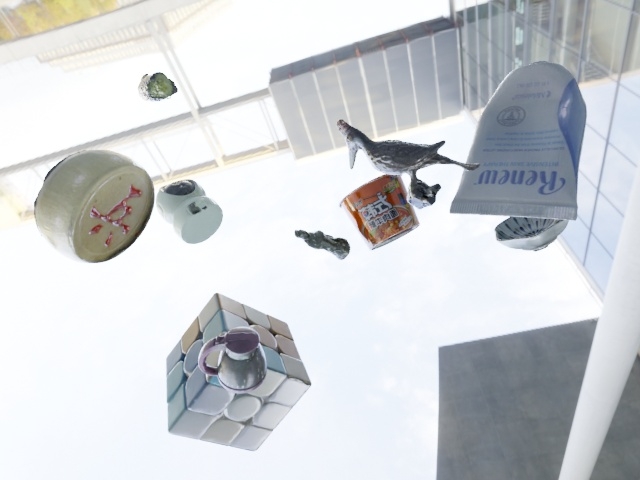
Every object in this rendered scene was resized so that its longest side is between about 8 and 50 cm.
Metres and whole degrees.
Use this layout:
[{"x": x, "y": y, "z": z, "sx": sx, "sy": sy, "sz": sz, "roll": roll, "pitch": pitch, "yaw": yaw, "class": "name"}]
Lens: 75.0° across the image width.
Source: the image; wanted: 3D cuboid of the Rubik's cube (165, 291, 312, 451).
[{"x": -0.295, "y": 0.451, "z": 1.445, "sx": 0.346, "sy": 0.347, "sz": 0.344, "roll": -51, "pitch": -149, "yaw": 10, "class": "Rubik's cube"}]

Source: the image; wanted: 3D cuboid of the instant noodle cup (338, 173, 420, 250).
[{"x": 0.215, "y": -0.094, "z": 1.435, "sx": 0.250, "sy": 0.250, "sz": 0.192, "roll": -26, "pitch": -100, "yaw": -6, "class": "instant noodle cup"}]

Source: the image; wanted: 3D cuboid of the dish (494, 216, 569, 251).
[{"x": 0.541, "y": -0.023, "z": 1.057, "sx": 0.191, "sy": 0.066, "sz": 0.190, "roll": -28, "pitch": -167, "yaw": 7, "class": "dish"}]

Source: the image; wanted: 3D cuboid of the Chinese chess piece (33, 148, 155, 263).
[{"x": -0.473, "y": -0.072, "z": 0.896, "sx": 0.103, "sy": 0.249, "sz": 0.250, "roll": 26, "pitch": -126, "yaw": 12, "class": "Chinese chess piece"}]

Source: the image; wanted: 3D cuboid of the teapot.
[{"x": -0.196, "y": 0.265, "z": 0.972, "sx": 0.148, "sy": 0.146, "sz": 0.116, "roll": 18, "pitch": -144, "yaw": 15, "class": "teapot"}]

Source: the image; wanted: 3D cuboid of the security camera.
[{"x": -0.500, "y": -0.123, "z": 1.552, "sx": 0.194, "sy": 0.194, "sz": 0.236, "roll": -38, "pitch": -117, "yaw": -19, "class": "security camera"}]

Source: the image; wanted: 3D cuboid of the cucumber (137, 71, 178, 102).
[{"x": -0.238, "y": -0.215, "z": 0.588, "sx": 0.043, "sy": 0.039, "sz": 0.163, "roll": -25, "pitch": -152, "yaw": -25, "class": "cucumber"}]

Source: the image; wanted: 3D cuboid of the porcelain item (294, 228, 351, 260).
[{"x": 0.000, "y": 0.000, "z": 1.416, "sx": 0.069, "sy": 0.216, "sz": 0.081, "roll": -44, "pitch": -139, "yaw": 34, "class": "porcelain item"}]

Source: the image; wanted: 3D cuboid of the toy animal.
[{"x": 0.109, "y": -0.115, "z": 0.589, "sx": 0.202, "sy": 0.105, "sz": 0.070, "roll": 31, "pitch": -152, "yaw": 9, "class": "toy animal"}]

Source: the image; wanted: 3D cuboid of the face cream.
[{"x": 0.444, "y": -0.222, "z": 0.906, "sx": 0.235, "sy": 0.137, "sz": 0.420, "roll": 7, "pitch": -117, "yaw": 33, "class": "face cream"}]
